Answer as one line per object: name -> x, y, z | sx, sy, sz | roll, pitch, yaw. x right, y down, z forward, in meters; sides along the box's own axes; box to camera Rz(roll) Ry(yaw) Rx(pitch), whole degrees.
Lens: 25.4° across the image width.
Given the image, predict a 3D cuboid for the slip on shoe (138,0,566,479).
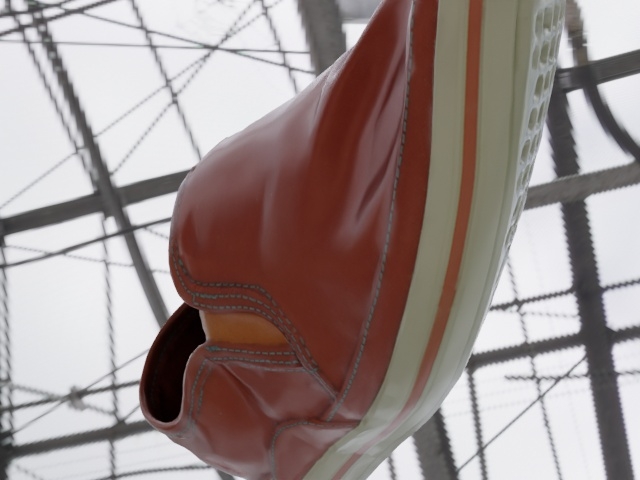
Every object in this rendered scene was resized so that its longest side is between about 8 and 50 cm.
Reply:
slip on shoe -> 0.000, 0.000, 0.473 | 0.101, 0.123, 0.331 | 20, -31, -4
